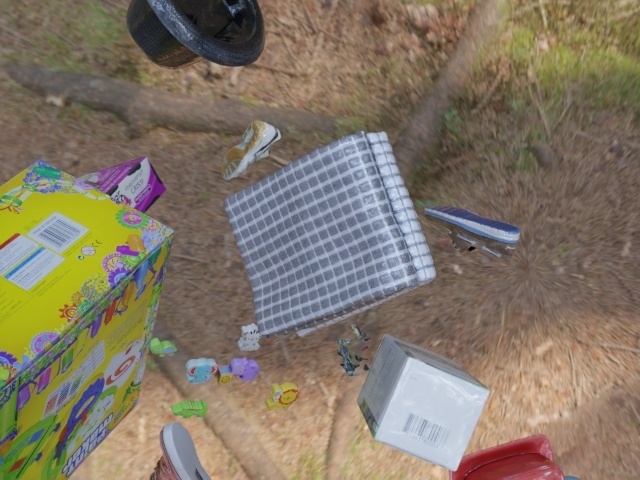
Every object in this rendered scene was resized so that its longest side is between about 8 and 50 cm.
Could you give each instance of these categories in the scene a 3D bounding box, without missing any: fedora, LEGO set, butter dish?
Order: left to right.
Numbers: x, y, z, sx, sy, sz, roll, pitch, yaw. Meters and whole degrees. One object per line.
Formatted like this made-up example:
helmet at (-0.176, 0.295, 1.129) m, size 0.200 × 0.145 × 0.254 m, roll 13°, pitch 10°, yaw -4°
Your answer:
fedora at (-0.254, -0.422, 1.984) m, size 0.153 × 0.334 × 0.334 m, roll -32°, pitch 83°, yaw 29°
LEGO set at (0.037, 0.138, 1.296) m, size 0.023 × 0.083 × 0.054 m, roll -31°, pitch 93°, yaw 28°
butter dish at (0.261, 0.341, 1.346) m, size 0.160 × 0.118 × 0.159 m, roll -10°, pitch 92°, yaw -24°

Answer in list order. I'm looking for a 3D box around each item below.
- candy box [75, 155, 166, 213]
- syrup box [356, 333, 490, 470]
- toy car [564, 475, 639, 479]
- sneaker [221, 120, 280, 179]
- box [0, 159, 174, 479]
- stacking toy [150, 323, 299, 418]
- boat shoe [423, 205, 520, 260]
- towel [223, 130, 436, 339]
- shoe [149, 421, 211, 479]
candy box at (-0.382, -0.044, 1.704) m, size 0.234 × 0.159 × 0.071 m, roll -13°, pitch 117°, yaw 35°
syrup box at (0.107, 0.173, 1.188) m, size 0.093 × 0.237 × 0.096 m, roll 23°, pitch 89°, yaw -3°
toy car at (0.423, 0.483, 1.570) m, size 0.210 × 0.219 × 0.237 m, roll 1°, pitch 86°, yaw 11°
sneaker at (-0.073, -0.091, 1.139) m, size 0.083 × 0.037 × 0.031 m, roll -44°, pitch 54°, yaw 34°
box at (-0.316, 0.124, 1.084) m, size 0.177 × 0.290 × 0.279 m, roll 27°, pitch 129°, yaw 12°
stacking toy at (-0.165, 0.216, 1.796) m, size 0.167 × 0.221 × 0.052 m, roll 56°, pitch 137°, yaw 45°
boat shoe at (0.257, -0.012, 1.874) m, size 0.183 × 0.066 × 0.066 m, roll 21°, pitch 112°, yaw 34°
towel at (0.000, 0.000, 1.520) m, size 0.284 × 0.121 × 0.235 m, roll -25°, pitch 83°, yaw 35°
shoe at (-0.223, 0.343, 1.596) m, size 0.081 × 0.063 × 0.178 m, roll -10°, pitch 128°, yaw 14°
